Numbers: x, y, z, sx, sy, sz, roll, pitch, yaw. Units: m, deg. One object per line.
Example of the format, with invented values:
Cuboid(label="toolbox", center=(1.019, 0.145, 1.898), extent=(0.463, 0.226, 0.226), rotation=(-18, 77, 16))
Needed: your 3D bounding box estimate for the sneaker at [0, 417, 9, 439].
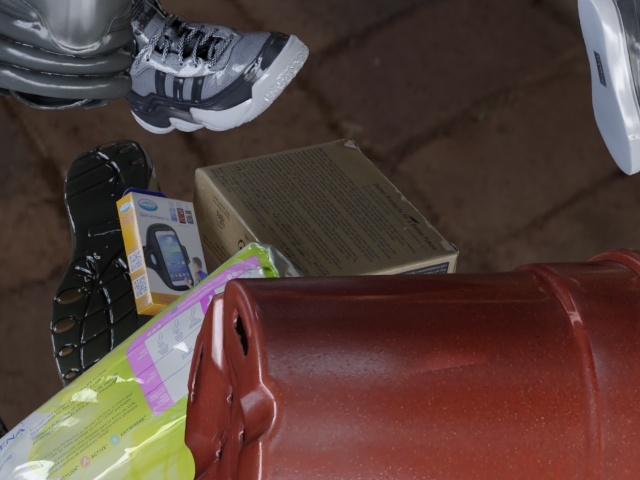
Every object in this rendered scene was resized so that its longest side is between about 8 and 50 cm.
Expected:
Cuboid(label="sneaker", center=(-0.473, 0.196, 1.689), extent=(0.447, 0.258, 0.169), rotation=(30, 26, 18))

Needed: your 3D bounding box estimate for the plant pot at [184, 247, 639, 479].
Cuboid(label="plant pot", center=(0.062, 0.131, 1.171), extent=(0.265, 0.272, 0.272), rotation=(4, 51, -16))

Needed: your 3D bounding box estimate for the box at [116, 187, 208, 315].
Cuboid(label="box", center=(-0.152, 0.009, 1.822), extent=(0.081, 0.028, 0.136), rotation=(9, 61, -45))

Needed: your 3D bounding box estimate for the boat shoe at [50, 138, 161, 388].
Cuboid(label="boat shoe", center=(-0.202, 0.047, 1.953), extent=(0.122, 0.120, 0.324), rotation=(-8, 54, 12))

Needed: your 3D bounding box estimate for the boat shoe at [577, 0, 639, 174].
Cuboid(label="boat shoe", center=(0.325, -0.175, 1.952), extent=(0.076, 0.229, 0.080), rotation=(-23, 31, -9))

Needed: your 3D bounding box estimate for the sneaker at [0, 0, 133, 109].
Cuboid(label="sneaker", center=(-0.176, -0.165, 1.177), extent=(0.104, 0.147, 0.296), rotation=(5, 15, -16))

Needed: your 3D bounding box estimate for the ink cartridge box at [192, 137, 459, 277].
Cuboid(label="ink cartridge box", center=(0.000, 0.000, 1.955), extent=(0.193, 0.088, 0.235), rotation=(-11, 39, -27))

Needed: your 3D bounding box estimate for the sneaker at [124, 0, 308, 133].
Cuboid(label="sneaker", center=(-0.136, -0.185, 1.788), extent=(0.153, 0.268, 0.101), rotation=(46, 62, -26))

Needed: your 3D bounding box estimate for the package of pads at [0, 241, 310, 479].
Cuboid(label="package of pads", center=(-0.084, 0.154, 1.456), extent=(0.296, 0.229, 0.101), rotation=(-38, 48, 12))
